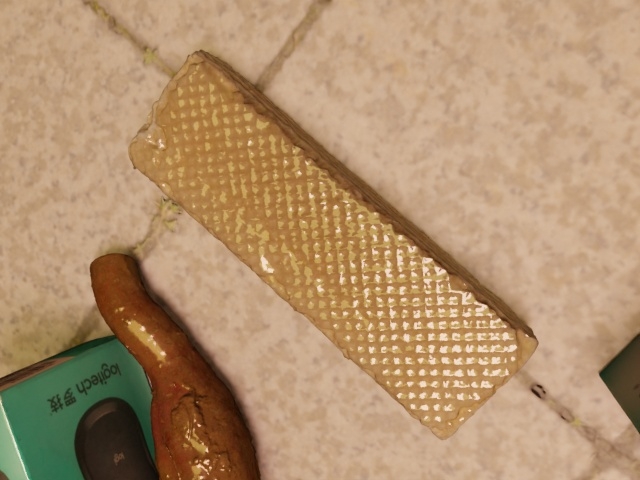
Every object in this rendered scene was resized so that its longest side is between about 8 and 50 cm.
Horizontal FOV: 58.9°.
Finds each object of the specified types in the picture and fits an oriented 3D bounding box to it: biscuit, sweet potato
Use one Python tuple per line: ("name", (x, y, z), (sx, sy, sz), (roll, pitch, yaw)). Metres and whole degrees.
("biscuit", (0.000, 0.000, 0.553), (0.426, 0.078, 0.144), (43, 105, 7))
("sweet potato", (-0.141, 0.185, 0.600), (0.109, 0.109, 0.385), (-23, 85, 16))

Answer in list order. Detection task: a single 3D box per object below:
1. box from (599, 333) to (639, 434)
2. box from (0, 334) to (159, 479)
("box", (0.348, 0.071, 0.434), (0.092, 0.153, 0.245), (40, 103, 6))
("box", (-0.242, 0.273, 0.582), (0.118, 0.205, 0.312), (-20, 90, 18))
